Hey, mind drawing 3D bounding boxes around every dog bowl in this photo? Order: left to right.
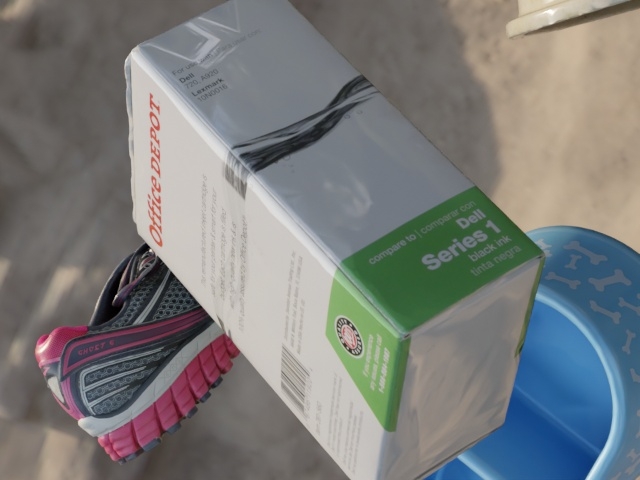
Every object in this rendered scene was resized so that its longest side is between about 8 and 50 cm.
[{"bbox_3d":[0.118,0.132,1.181,0.166,0.074,0.297,38,125,22],"label":"dog bowl"}]

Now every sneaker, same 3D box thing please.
[{"bbox_3d":[-0.083,0.025,1.404,0.299,0.112,0.121,-49,9,-32],"label":"sneaker"}]

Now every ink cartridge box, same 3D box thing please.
[{"bbox_3d":[0.000,0.000,0.963,0.092,0.160,0.219,-29,61,-24],"label":"ink cartridge box"}]

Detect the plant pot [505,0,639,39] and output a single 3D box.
[{"bbox_3d":[0.252,-0.330,1.320,0.334,0.334,0.305,-14,94,41],"label":"plant pot"}]
